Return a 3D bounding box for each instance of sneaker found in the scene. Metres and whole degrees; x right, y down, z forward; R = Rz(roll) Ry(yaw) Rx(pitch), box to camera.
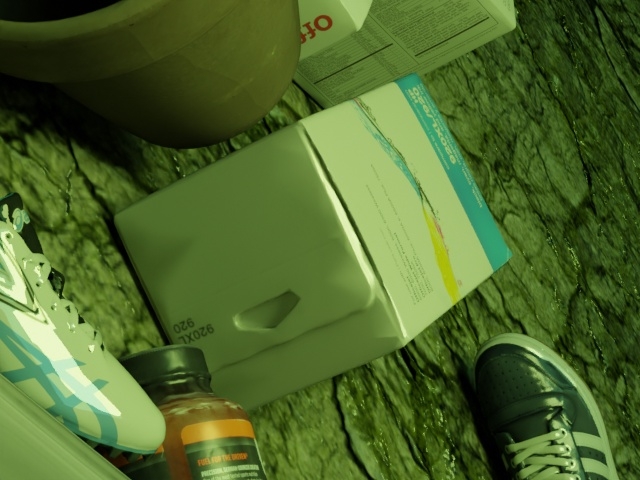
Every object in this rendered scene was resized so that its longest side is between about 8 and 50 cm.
[{"bbox_3d":[-0.169,0.032,0.918,0.237,0.086,0.085,44,2,-10],"label":"sneaker"},{"bbox_3d":[0.205,0.226,1.462,0.282,0.099,0.153,64,25,-8],"label":"sneaker"}]

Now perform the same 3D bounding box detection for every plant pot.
[{"bbox_3d":[-0.114,-0.181,1.110,0.229,0.263,0.263,55,24,-56],"label":"plant pot"}]

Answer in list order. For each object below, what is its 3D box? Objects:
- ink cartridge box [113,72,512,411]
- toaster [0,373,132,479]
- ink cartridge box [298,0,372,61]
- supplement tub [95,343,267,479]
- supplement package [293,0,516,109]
[{"bbox_3d":[0.000,0.000,1.207,0.168,0.171,0.233,63,26,-2],"label":"ink cartridge box"},{"bbox_3d":[-0.180,0.153,0.809,0.146,0.129,0.227,48,30,-25],"label":"toaster"},{"bbox_3d":[-0.081,-0.230,1.269,0.219,0.160,0.092,52,31,-23],"label":"ink cartridge box"},{"bbox_3d":[-0.079,0.166,1.000,0.106,0.106,0.198,11,59,-58],"label":"supplement tub"},{"bbox_3d":[0.014,-0.286,1.442,0.263,0.198,0.199,40,37,-39],"label":"supplement package"}]
